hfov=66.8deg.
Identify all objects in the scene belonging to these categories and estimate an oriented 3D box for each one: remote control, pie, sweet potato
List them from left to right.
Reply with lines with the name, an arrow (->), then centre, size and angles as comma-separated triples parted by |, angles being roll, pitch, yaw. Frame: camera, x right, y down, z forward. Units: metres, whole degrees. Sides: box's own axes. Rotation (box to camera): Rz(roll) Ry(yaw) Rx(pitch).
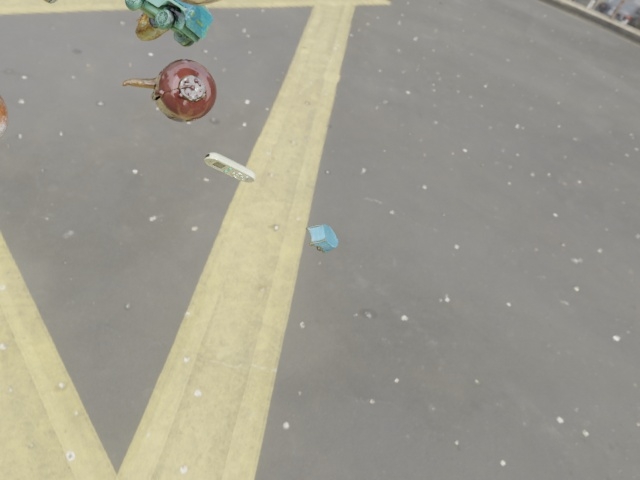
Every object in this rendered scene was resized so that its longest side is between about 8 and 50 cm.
sweet potato -> -0.563, -0.542, 1.655 | 0.214, 0.050, 0.050 | -7, 46, -5
pie -> -0.637, -0.925, 1.973 | 0.092, 0.315, 0.315 | 45, 24, -41
remote control -> -0.349, -0.285, 1.895 | 0.221, 0.078, 0.042 | 25, 66, -35

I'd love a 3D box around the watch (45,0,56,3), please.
watch -> -0.740, -0.702, 1.217 | 0.193, 0.068, 0.206 | 45, 16, -44

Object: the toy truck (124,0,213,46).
toy truck -> -0.502, -0.770, 1.612 | 0.278, 0.156, 0.155 | 37, 7, 17

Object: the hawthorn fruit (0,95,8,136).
hawthorn fruit -> -1.136, -0.414, 1.517 | 0.262, 0.235, 0.231 | 21, 66, -3

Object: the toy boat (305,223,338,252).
toy boat -> 0.000, 0.000, 1.473 | 0.077, 0.185, 0.075 | -16, 77, 14

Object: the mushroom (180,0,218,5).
mushroom -> -0.283, -0.669, 1.046 | 0.297, 0.298, 0.290 | 15, 27, -6

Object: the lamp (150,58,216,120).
lamp -> -0.410, -0.438, 1.438 | 0.180, 0.180, 0.258 | -6, 11, -26
